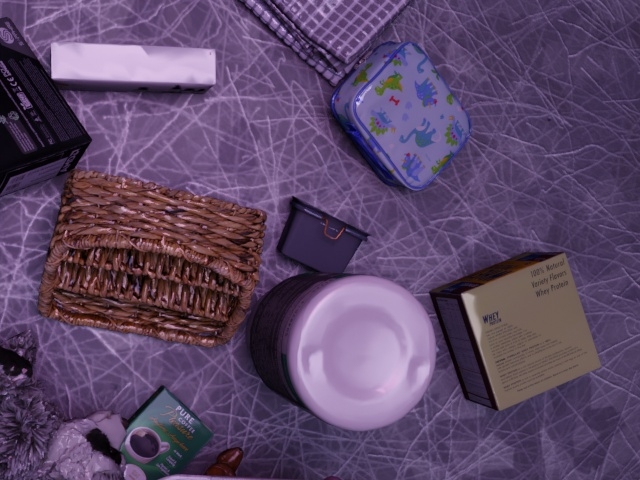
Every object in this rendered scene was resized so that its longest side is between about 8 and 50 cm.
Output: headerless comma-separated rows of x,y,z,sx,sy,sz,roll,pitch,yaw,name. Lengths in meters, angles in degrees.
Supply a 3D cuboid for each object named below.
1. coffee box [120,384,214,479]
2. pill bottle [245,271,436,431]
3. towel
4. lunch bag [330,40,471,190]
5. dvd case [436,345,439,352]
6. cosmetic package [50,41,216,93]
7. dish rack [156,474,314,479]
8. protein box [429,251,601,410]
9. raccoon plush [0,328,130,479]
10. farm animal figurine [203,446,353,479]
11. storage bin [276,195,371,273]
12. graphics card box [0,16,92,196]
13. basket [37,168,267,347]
-0.265,0.326,1.476,0.113,0.040,0.184,44,78,-11,coffee box
0.010,0.147,1.394,0.204,0.361,0.204,0,89,-17,pill bottle
0.035,-0.428,1.541,0.235,0.121,0.283,43,78,-10,towel
0.128,-0.199,1.554,0.176,0.090,0.219,-50,121,-13,lunch bag
0.130,0.189,1.609,0.119,0.013,0.087,-39,99,-13,dvd case
-0.284,-0.258,1.455,0.239,0.099,0.060,-1,88,-16,cosmetic package
-0.097,0.451,1.336,0.333,0.072,0.285,6,100,-12,dish rack
0.321,0.145,1.602,0.200,0.136,0.201,-20,95,-15,protein box
-0.485,0.329,1.327,0.447,0.216,0.299,-26,93,-4,raccoon plush
-0.088,0.461,1.468,0.330,0.172,0.326,25,96,-15,farm animal figurine
0.000,0.000,1.540,0.135,0.098,0.091,25,92,-14,storage bin
-0.522,-0.150,1.280,0.371,0.094,0.232,-30,81,-42,graphics card box
-0.242,0.036,1.400,0.299,0.213,0.222,14,84,-15,basket
